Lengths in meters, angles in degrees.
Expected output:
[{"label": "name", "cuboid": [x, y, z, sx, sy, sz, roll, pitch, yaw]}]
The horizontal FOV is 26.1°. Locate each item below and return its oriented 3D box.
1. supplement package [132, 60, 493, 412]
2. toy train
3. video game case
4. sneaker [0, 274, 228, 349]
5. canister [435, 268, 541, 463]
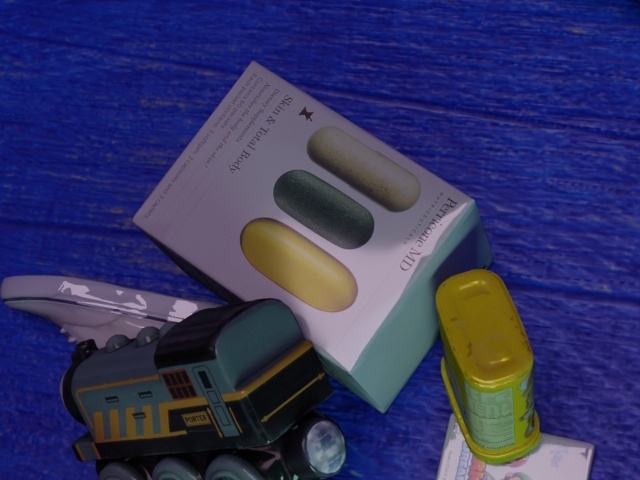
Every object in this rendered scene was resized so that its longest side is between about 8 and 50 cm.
[{"label": "supplement package", "cuboid": [0.000, 0.000, 1.346, 0.262, 0.198, 0.199, 34, 82, 20]}, {"label": "toy train", "cuboid": [-0.117, 0.162, 1.278, 0.334, 0.142, 0.190, -13, 103, 47]}, {"label": "video game case", "cuboid": [0.177, 0.256, 1.321, 0.143, 0.019, 0.157, 11, 75, 16]}, {"label": "sneaker", "cuboid": [-0.222, 0.090, 1.427, 0.258, 0.094, 0.091, 9, 85, 20]}, {"label": "canister", "cuboid": [0.154, 0.118, 1.276, 0.073, 0.170, 0.126, -18, 58, -1]}]
